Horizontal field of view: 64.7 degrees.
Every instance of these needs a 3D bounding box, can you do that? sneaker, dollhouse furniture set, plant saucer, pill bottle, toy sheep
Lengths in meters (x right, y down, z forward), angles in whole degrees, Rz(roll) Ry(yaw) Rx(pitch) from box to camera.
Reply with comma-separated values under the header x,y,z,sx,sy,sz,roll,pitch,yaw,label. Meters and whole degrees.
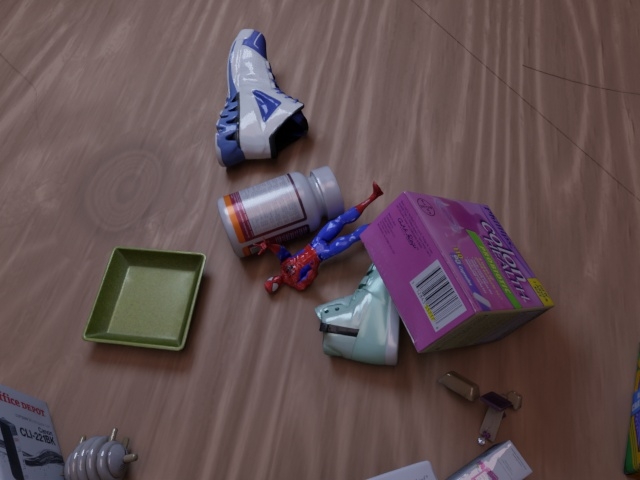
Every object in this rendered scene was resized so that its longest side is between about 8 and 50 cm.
x,y,z,sx,sy,sz,roll,pitch,yaw,label
0.066,0.085,0.889,0.150,0.094,0.256,3,61,9,sneaker
-0.113,-0.296,1.102,0.182,0.127,0.316,4,69,2,sneaker
0.250,0.269,0.824,0.114,0.090,0.081,26,107,40,dollhouse furniture set
-0.313,0.109,0.930,0.188,0.045,0.188,4,62,7,plant saucer
-0.074,-0.059,0.960,0.221,0.121,0.121,-20,62,-7,pill bottle
-0.342,0.344,0.784,0.132,0.091,0.091,-20,60,14,toy sheep

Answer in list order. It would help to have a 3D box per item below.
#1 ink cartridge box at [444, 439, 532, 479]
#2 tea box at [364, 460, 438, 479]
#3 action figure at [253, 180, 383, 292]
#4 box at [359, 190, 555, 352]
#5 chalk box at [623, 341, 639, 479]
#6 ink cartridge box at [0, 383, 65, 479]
x,y,z,sx,sy,sz,roll,pitch,yaw,label
0.232,0.350,0.735,0.122,0.089,0.052,-29,66,-11,ink cartridge box
-0.036,0.427,0.526,0.328,0.324,0.220,-7,54,-22,tea box
0.000,0.000,0.893,0.280,0.139,0.092,-39,70,7,action figure
0.220,0.049,0.812,0.242,0.117,0.214,5,50,-42,box
0.584,0.221,0.728,0.180,0.179,0.289,19,65,13,chalk box
-0.458,0.355,0.722,0.114,0.197,0.273,-29,64,-13,ink cartridge box
